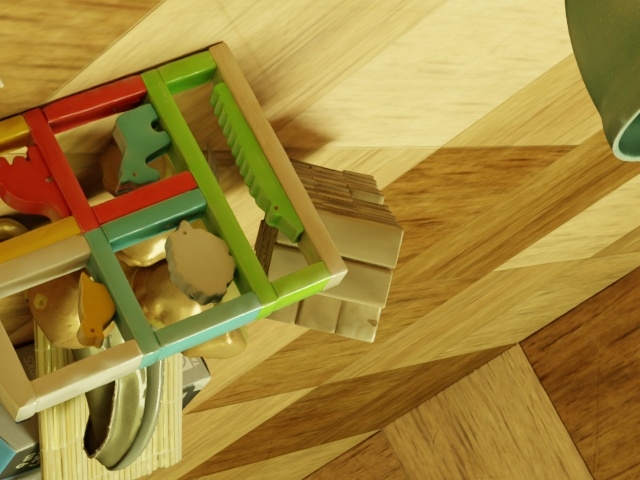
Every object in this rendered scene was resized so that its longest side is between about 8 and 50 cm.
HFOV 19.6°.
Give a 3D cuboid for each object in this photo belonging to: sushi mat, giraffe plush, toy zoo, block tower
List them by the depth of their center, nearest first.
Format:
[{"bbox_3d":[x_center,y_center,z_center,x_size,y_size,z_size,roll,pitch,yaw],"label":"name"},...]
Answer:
[{"bbox_3d":[-0.151,-0.004,1.242,0.293,0.192,0.030,-22,164,-22],"label":"toy zoo"},{"bbox_3d":[-0.163,0.014,1.430,0.170,0.181,0.210,-21,-157,13],"label":"giraffe plush"},{"bbox_3d":[0.000,0.000,1.477,0.097,0.091,0.335,14,-173,-3],"label":"block tower"},{"bbox_3d":[-0.191,0.124,1.702,0.151,0.019,0.316,-23,138,-28],"label":"sushi mat"}]

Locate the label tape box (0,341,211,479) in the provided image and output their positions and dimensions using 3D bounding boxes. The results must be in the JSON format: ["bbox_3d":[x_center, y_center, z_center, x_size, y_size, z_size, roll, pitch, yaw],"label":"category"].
[{"bbox_3d":[-0.306,0.191,1.837,0.334,0.106,0.240,-19,163,-33],"label":"label tape box"}]

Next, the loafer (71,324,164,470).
[{"bbox_3d":[-0.180,0.084,1.598,0.087,0.094,0.251,4,115,-19],"label":"loafer"}]

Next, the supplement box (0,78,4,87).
[{"bbox_3d":[-0.226,-0.103,1.062,0.062,0.036,0.098,-27,167,0],"label":"supplement box"}]

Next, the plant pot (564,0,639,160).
[{"bbox_3d":[0.289,-0.214,1.315,0.293,0.196,0.293,-26,166,-7],"label":"plant pot"}]
